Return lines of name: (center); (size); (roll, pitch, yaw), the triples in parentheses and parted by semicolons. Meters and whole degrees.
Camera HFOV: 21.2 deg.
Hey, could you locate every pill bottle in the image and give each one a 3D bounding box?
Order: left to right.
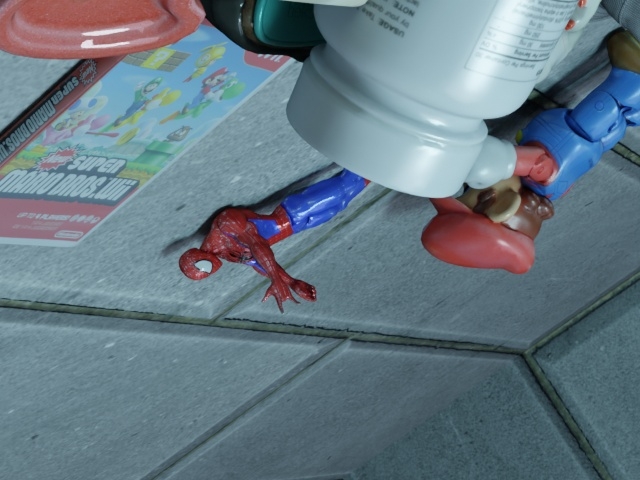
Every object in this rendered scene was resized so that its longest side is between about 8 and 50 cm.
pill bottle: (0.093, -0.181, 1.133); (0.160, 0.160, 0.283); (-7, 129, -55)

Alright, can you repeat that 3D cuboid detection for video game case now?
video game case: (-0.158, -0.088, 1.338); (0.285, 0.025, 0.204); (-39, 162, 20)

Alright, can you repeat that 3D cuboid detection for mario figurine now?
mario figurine: (0.227, -0.106, 1.882); (0.320, 0.170, 0.198); (-43, 127, 0)

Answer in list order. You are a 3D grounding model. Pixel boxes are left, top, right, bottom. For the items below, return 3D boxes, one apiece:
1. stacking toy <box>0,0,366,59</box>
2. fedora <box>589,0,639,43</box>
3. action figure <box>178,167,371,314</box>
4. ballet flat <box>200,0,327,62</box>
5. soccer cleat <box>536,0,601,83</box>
stacking toy: (-0.056, -0.226, 0.939); (0.279, 0.130, 0.309); (-11, 166, -28)
fedora: (0.381, -0.252, 1.657); (0.243, 0.124, 0.275); (-11, 153, -50)
action figure: (0.000, 0.000, 1.692); (0.280, 0.139, 0.091); (-23, 160, -20)
ballet flat: (0.004, -0.173, 1.271); (0.280, 0.096, 0.095); (10, 101, -54)
soccer cleat: (0.222, -0.214, 1.604); (0.076, 0.068, 0.196); (-41, 170, -26)
